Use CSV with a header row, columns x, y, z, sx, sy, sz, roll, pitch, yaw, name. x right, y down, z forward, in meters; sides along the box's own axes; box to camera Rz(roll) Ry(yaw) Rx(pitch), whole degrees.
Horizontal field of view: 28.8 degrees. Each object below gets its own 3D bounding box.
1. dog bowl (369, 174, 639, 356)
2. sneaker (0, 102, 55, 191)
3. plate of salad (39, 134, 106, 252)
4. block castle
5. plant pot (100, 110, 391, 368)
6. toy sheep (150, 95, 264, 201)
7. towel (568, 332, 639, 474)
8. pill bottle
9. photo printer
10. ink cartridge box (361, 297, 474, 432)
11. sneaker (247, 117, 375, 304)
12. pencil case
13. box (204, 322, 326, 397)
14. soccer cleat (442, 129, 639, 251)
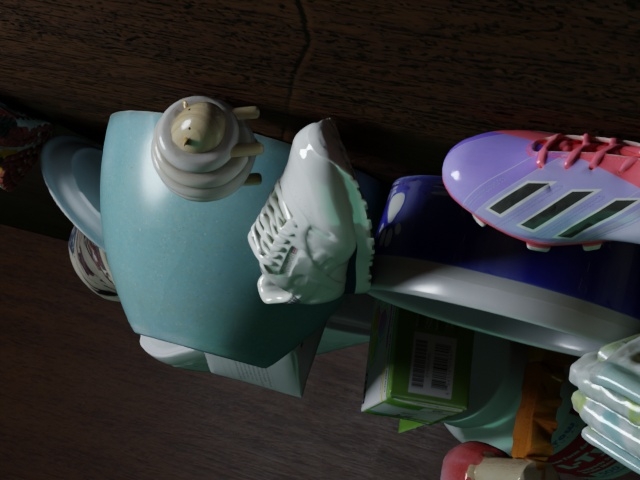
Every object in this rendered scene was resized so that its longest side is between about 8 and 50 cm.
x,y,z,sx,sy,sz,roll,pitch,yaw,name
0.177,0.029,1.116,0.265,0.104,0.265,15,174,2,dog bowl
-0.347,-0.116,1.297,0.092,0.088,0.225,35,176,8,sneaker
-0.225,-0.033,1.346,0.200,0.048,0.200,39,-158,-19,plate of salad
0.382,0.228,1.493,0.453,0.303,0.213,17,167,-19,block castle
-0.090,0.014,1.212,0.290,0.195,0.290,15,174,2,plant pot
-0.090,-0.070,0.985,0.091,0.091,0.132,15,155,3,toy sheep
0.418,0.143,0.924,0.320,0.090,0.374,-12,-153,-38,towel
0.305,0.203,1.766,0.229,0.229,0.407,9,172,44,pill bottle
-0.091,0.119,1.821,0.307,0.107,0.256,-17,162,29,photo printer
0.103,0.129,1.528,0.097,0.189,0.255,11,162,-11,ink cartridge box
-0.011,-0.009,0.998,0.095,0.090,0.235,-11,150,-4,sneaker
-0.234,0.007,1.674,0.183,0.160,0.410,29,170,-13,pencil case
-0.053,0.062,1.440,0.119,0.181,0.182,16,157,9,box
0.193,-0.032,0.745,0.248,0.083,0.095,18,146,18,soccer cleat
